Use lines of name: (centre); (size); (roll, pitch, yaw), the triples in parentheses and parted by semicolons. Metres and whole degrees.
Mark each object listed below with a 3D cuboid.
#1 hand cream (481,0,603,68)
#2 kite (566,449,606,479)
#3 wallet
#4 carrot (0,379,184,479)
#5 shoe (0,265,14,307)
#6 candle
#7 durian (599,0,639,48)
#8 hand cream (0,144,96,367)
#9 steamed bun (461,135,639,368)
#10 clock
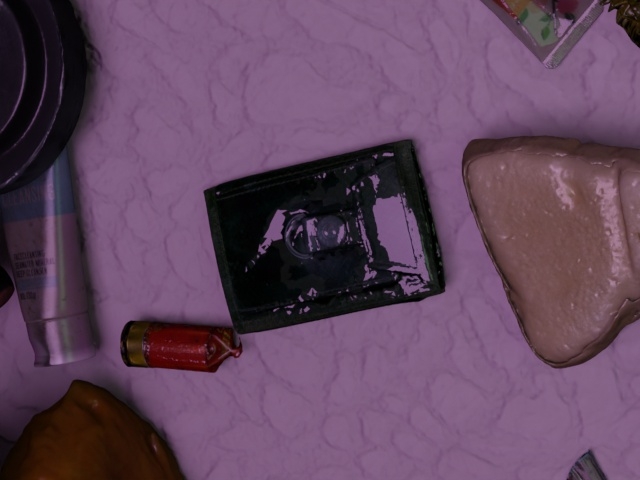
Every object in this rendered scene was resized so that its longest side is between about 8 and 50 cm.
hand cream: (0.153, -0.263, 1.483); (0.234, 0.050, 0.080); (40, 107, 1)
kite: (0.234, 0.365, 1.599); (0.314, 0.011, 0.335); (21, 107, 14)
wallet: (-0.001, 0.000, 1.585); (0.236, 0.055, 0.160); (-13, 90, 22)
carrot: (-0.242, 0.351, 1.644); (0.241, 0.241, 0.341); (26, 110, 13)
shoe: (-0.434, 0.062, 1.714); (0.291, 0.114, 0.137); (-24, 109, 37)
candle: (-0.142, 0.111, 1.656); (0.130, 0.052, 0.052); (1, 101, 19)
durian: (0.358, -0.252, 1.306); (0.291, 0.291, 0.225); (19, 85, 15)
hand cream: (-0.296, -0.025, 1.675); (0.111, 0.070, 0.312); (-9, 94, 27)
steamed bun: (0.260, -0.010, 1.459); (0.212, 0.110, 0.231); (-15, 99, 39)
clock: (-0.371, -0.179, 1.650); (0.280, 0.055, 0.281); (1, 93, 24)
